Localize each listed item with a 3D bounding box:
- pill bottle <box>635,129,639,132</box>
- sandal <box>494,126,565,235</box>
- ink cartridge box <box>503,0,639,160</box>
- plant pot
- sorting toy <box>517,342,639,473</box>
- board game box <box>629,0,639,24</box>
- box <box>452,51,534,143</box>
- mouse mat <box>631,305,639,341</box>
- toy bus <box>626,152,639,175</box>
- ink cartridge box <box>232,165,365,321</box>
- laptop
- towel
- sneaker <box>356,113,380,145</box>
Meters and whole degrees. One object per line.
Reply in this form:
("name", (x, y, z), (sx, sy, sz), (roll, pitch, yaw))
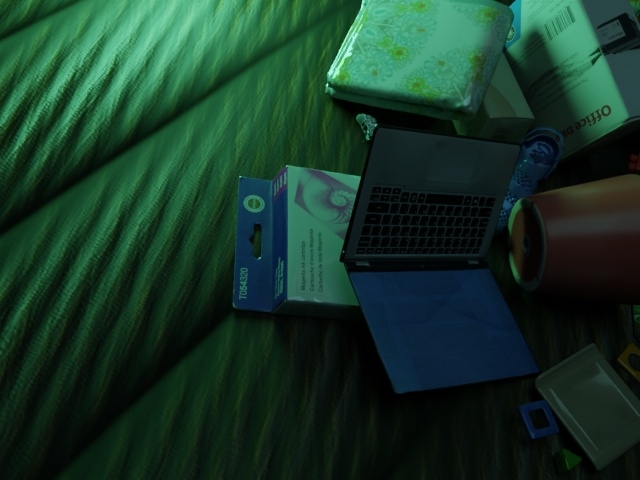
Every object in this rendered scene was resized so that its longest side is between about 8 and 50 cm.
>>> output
("pill bottle", (0.824, -0.364, 1.879), (0.319, 0.176, 0.176), (-4, 57, -19))
("sandal", (0.439, -0.145, 1.615), (0.126, 0.138, 0.317), (36, 68, 8))
("ink cartridge box", (0.599, -0.410, 1.712), (0.166, 0.285, 0.394), (-14, 80, -26))
("plant pot", (0.533, 0.003, 1.497), (0.243, 0.275, 0.274), (-3, 56, -7))
("sorting toy", (0.517, 0.315, 1.388), (0.348, 0.047, 0.196), (-22, 69, -28))
("board game box", (0.753, -0.544, 1.905), (0.193, 0.305, 0.053), (26, 55, 3))
("box", (0.386, -0.361, 1.767), (0.121, 0.148, 0.311), (-2, 55, -17))
("mouse mat", (0.765, 0.169, 1.569), (0.190, 0.007, 0.152), (11, 53, 4))
("toy bus", (0.837, -0.129, 1.748), (0.212, 0.149, 0.220), (16, 54, 11))
("ink cartridge box", (0.000, 0.000, 1.443), (0.330, 0.071, 0.324), (7, 54, -14))
("laptop", (0.261, 0.029, 1.342), (0.382, 0.407, 0.236), (1, 22, -36))
("towel", (0.227, -0.438, 1.702), (0.375, 0.090, 0.320), (15, 67, 22))
("sneaker", (0.111, -0.245, 1.667), (0.098, 0.038, 0.069), (36, 53, 10))
